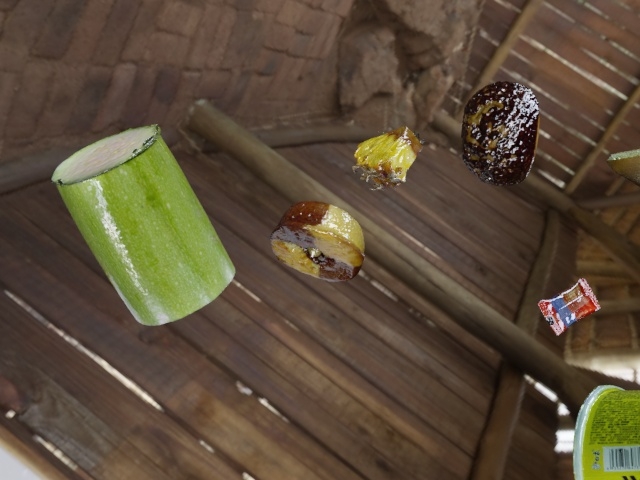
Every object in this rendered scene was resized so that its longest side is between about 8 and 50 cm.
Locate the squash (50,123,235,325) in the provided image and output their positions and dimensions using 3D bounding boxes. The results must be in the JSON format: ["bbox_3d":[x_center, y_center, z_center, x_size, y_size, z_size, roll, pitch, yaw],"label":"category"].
[{"bbox_3d":[-0.386,-0.033,1.558,0.263,0.384,0.263,-21,-156,10],"label":"squash"}]

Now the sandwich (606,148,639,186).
[{"bbox_3d":[0.651,-0.109,1.282,0.094,0.258,0.096,-25,146,-53],"label":"sandwich"}]

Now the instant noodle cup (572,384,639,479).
[{"bbox_3d":[0.527,0.340,0.971,0.221,0.311,0.311,-22,-163,45],"label":"instant noodle cup"}]

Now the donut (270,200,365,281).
[{"bbox_3d":[0.000,0.000,1.182,0.184,0.166,0.073,77,27,-59],"label":"donut"}]

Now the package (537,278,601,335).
[{"bbox_3d":[0.562,0.147,1.589,0.200,0.083,0.022,-18,161,-40],"label":"package"}]

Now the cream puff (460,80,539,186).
[{"bbox_3d":[0.405,-0.242,1.608,0.239,0.165,0.239,5,90,-84],"label":"cream puff"}]

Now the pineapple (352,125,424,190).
[{"bbox_3d":[0.113,-0.127,1.113,0.116,0.069,0.137,-42,-154,2],"label":"pineapple"}]
